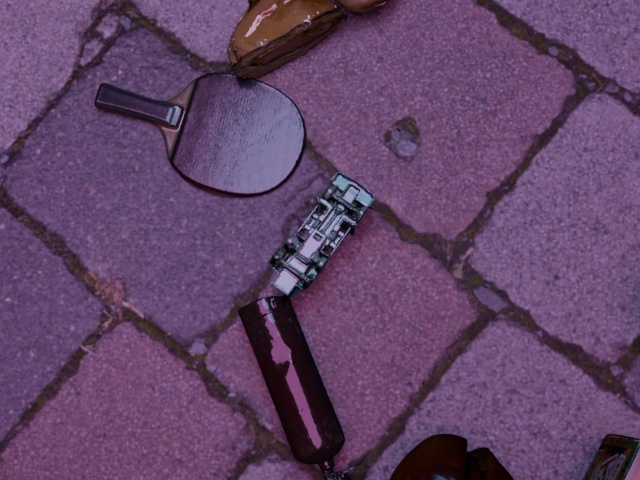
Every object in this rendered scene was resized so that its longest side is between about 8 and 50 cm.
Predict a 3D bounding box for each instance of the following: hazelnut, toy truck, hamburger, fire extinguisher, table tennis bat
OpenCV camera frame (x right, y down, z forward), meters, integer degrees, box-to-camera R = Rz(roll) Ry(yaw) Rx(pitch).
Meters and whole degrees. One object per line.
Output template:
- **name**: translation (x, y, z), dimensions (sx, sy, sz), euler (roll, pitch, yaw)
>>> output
- **hazelnut**: translation (0.174, 0.335, 1.168), dimensions (0.204, 0.178, 0.178), euler (23, 81, 2)
- **toy truck**: translation (0.000, 0.000, 1.267), dimensions (0.067, 0.081, 0.175), euler (35, 81, 9)
- **hamburger**: translation (-0.057, -0.303, 1.332), dimensions (0.176, 0.087, 0.102), euler (-30, 68, 4)
- **fire extinguisher**: translation (-0.018, 0.198, 1.240), dimensions (0.089, 0.072, 0.268), euler (-20, 79, -13)
- **table tennis bat**: translation (-0.169, -0.160, 1.337), dimensions (0.301, 0.022, 0.173), euler (16, 81, 4)

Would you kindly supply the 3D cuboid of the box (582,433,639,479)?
- **box**: translation (0.371, 0.352, 1.137), dimensions (0.148, 0.177, 0.195), euler (29, 82, 8)

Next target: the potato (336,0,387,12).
- **potato**: translation (0.046, -0.400, 1.324), dimensions (0.118, 0.109, 0.178), euler (-12, 81, -27)
